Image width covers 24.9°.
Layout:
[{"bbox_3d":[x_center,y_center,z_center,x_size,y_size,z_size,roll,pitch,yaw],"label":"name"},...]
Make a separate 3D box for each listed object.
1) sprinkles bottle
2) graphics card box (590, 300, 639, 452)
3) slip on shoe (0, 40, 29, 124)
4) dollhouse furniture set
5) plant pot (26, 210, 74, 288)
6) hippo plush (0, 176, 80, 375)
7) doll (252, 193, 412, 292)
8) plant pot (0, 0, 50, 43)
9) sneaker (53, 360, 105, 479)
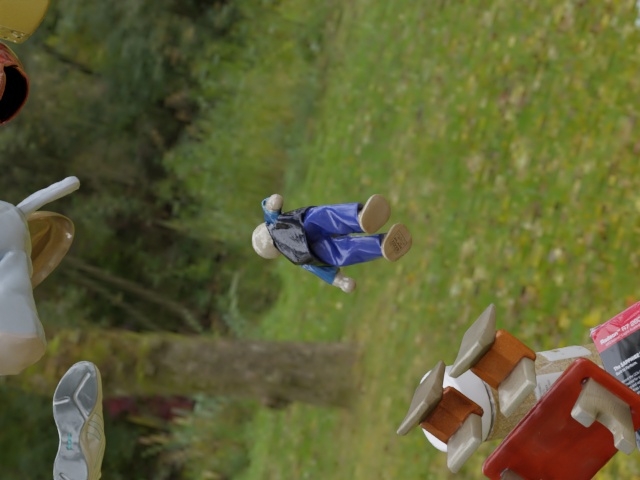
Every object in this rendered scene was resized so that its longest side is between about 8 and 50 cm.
[{"bbox_3d":[0.317,0.224,2.126,0.121,0.355,0.121,17,110,57],"label":"sprinkles bottle"},{"bbox_3d":[0.473,0.213,1.609,0.233,0.094,0.370,-38,58,34],"label":"graphics card box"},{"bbox_3d":[-0.405,-0.182,1.758,0.331,0.101,0.123,-121,56,-86],"label":"slip on shoe"},{"bbox_3d":[0.187,0.215,1.297,0.259,0.262,0.135,-52,2,25],"label":"dollhouse furniture set"},{"bbox_3d":[-0.454,0.034,2.046,0.236,0.032,0.236,-36,-17,-13],"label":"plant pot"},{"bbox_3d":[-0.410,0.062,1.454,0.236,0.234,0.294,-49,27,35],"label":"hippo plush"},{"bbox_3d":[0.000,0.000,1.378,0.189,0.129,0.046,-4,42,48],"label":"doll"},{"bbox_3d":[-0.401,-0.306,1.888,0.081,0.082,0.083,-16,63,59],"label":"plant pot"},{"bbox_3d":[-0.271,0.211,1.644,0.061,0.054,0.152,-1,-83,-74],"label":"sneaker"}]
